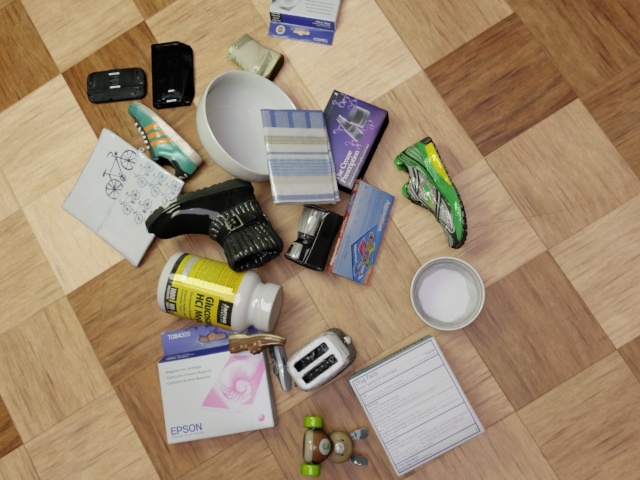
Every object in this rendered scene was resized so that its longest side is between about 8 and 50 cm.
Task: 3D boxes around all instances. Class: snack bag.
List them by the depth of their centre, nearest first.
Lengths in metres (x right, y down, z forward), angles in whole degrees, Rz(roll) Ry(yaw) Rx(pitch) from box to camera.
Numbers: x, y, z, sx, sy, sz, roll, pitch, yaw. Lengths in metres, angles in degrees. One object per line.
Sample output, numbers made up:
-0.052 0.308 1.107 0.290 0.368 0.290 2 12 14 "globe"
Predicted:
-0.622 -0.142 1.880 0.342 0.037 0.323 37 104 10 "snack bag"

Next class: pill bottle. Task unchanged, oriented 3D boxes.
-0.287 0.159 1.763 0.333 0.188 0.188 13 84 9 "pill bottle"

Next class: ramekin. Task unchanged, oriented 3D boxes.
0.358 0.153 1.727 0.207 0.109 0.207 -1 83 6 "ramekin"

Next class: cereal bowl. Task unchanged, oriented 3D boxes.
-0.217 -0.317 1.773 0.338 0.141 0.339 15 62 -30 "cereal bowl"

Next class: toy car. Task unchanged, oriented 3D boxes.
0.043 0.580 1.698 0.188 0.149 0.155 4 72 -4 "toy car"

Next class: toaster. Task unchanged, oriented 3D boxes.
-0.007 0.346 1.724 0.227 0.146 0.129 -35 79 1 "toaster"

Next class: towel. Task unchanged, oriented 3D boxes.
-0.059 -0.237 1.720 0.209 0.034 0.285 -5 80 -27 "towel"

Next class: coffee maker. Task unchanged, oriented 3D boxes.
0.000 0.000 1.785 0.171 0.120 0.178 19 85 8 "coffee maker"

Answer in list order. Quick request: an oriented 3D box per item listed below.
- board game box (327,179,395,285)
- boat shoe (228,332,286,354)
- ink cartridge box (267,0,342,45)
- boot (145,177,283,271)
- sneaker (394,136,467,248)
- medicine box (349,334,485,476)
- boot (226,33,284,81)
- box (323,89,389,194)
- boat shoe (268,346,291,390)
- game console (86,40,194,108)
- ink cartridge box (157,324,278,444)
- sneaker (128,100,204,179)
0.121 -0.022 1.776 0.145 0.027 0.281 22 83 -34 "board game box"
-0.182 0.299 1.735 0.177 0.064 0.060 -3 72 16 "boat shoe"
-0.047 -0.751 1.932 0.223 0.045 0.224 11 84 8 "ink cartridge box"
-0.303 -0.016 1.728 0.347 0.131 0.260 -22 72 -6 "boot"
0.328 -0.125 1.772 0.146 0.134 0.344 -25 71 10 "sneaker"
0.262 0.449 1.676 0.263 0.149 0.289 -28 79 2 "medicine box"
-0.236 -0.535 1.911 0.165 0.077 0.213 34 85 11 "boot"
0.072 -0.294 1.829 0.184 0.103 0.261 24 86 12 "box"
-0.121 0.376 1.788 0.040 0.049 0.142 -17 78 23 "boat shoe"
-0.590 -0.529 1.970 0.361 0.044 0.213 -5 80 6 "game console"
-0.313 0.410 1.793 0.324 0.071 0.330 -12 82 5 "ink cartridge box"
-0.512 -0.310 1.895 0.302 0.108 0.121 42 85 9 "sneaker"
